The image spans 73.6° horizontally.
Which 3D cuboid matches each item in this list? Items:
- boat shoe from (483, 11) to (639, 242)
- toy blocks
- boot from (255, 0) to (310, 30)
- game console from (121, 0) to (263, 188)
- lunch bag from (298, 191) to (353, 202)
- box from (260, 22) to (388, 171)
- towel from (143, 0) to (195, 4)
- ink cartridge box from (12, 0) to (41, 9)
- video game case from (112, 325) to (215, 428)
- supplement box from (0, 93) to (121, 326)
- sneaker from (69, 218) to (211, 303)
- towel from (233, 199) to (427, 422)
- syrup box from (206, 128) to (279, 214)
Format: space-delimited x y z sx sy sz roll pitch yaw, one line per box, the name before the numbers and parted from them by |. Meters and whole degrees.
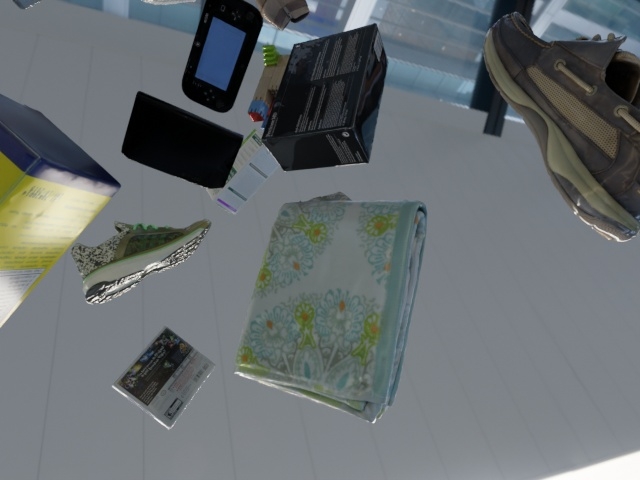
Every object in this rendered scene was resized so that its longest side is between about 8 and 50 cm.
boat shoe | 0.318 -0.169 0.515 0.132 0.130 0.356 15 -130 -39
toy blocks | -0.128 -0.485 1.597 0.190 0.381 0.261 10 -105 26
boot | -0.046 -0.379 0.648 0.087 0.118 0.042 50 178 -8
game console | -0.230 -0.282 0.816 0.213 0.362 0.044 19 -154 -18
lunch bag | 0.000 0.000 1.509 0.255 0.305 0.212 -21 -132 -30
box | 0.016 -0.272 0.822 0.184 0.103 0.261 1 -118 25
towel | -0.343 -0.718 1.055 0.121 0.235 0.284 48 -149 -16
ink cartridge box | -0.284 -0.423 0.564 0.275 0.060 0.239 -30 -135 -1
video game case | -0.387 0.339 1.079 0.173 0.022 0.190 40 -134 -6
supplement box | -0.503 -0.019 0.589 0.195 0.357 0.194 40 179 3
sneaker | -0.487 -0.001 1.186 0.410 0.158 0.182 -32 -97 -44
towel | 0.012 0.098 0.785 0.090 0.320 0.375 37 -117 -53
syrup box | -0.226 -0.203 1.274 0.096 0.237 0.093 38 -170 -47
